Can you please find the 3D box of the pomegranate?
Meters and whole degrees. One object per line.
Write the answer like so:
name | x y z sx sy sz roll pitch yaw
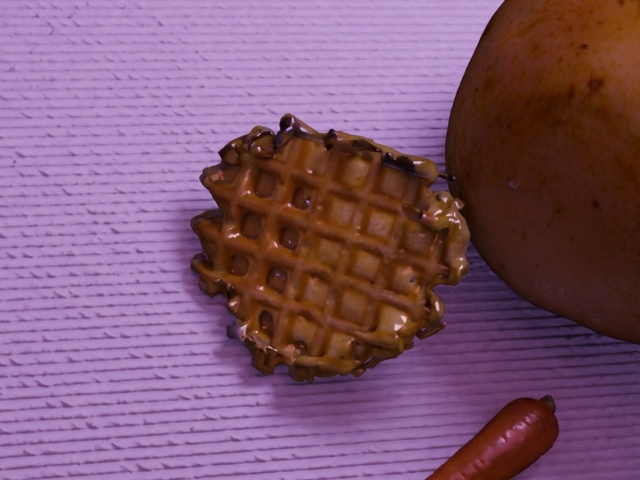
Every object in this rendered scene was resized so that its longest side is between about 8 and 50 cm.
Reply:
pomegranate | 0.319 -0.082 1.358 0.416 0.417 0.417 5 65 -10

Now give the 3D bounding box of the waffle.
waffle | -0.001 0.000 1.336 0.262 0.280 0.060 64 24 8

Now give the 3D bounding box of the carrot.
carrot | 0.134 0.227 1.344 0.256 0.061 0.061 -33 76 -20
